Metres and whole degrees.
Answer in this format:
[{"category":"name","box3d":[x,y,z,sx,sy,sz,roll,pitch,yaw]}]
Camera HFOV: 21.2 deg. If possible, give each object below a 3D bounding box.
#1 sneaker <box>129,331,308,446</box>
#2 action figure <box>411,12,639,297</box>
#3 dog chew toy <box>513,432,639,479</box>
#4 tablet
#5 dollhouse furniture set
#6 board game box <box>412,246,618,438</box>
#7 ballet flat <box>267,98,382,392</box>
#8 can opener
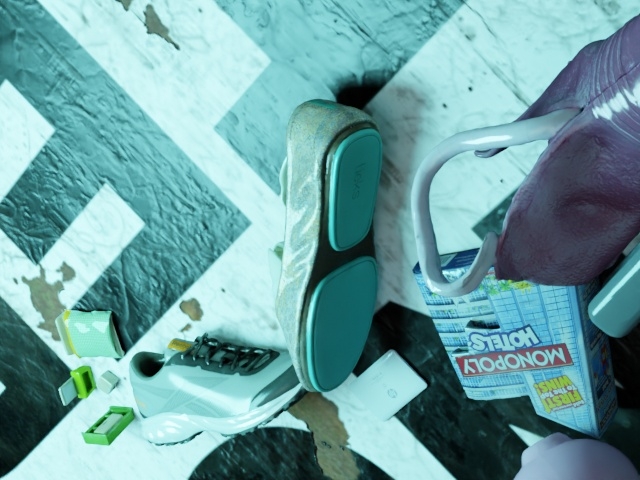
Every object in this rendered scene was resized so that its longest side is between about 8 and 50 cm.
[{"category":"sneaker","box3d":[-0.107,0.149,1.831,0.271,0.100,0.108,-15,103,38]},{"category":"action figure","box3d":[0.243,-0.127,1.301,0.370,0.275,0.248,128,133,-59]},{"category":"dog chew toy","box3d":[0.284,0.329,1.563,0.206,0.206,0.332,-42,70,42]},{"category":"tablet","box3d":[0.070,0.151,1.777,0.054,0.006,0.083,45,132,0]},{"category":"dollhouse furniture set","box3d":[-0.265,0.156,1.960,0.076,0.058,0.152,2,118,32]},{"category":"board game box","box3d":[0.198,0.098,1.626,0.194,0.060,0.194,-12,110,37]},{"category":"ballet flat","box3d":[0.000,0.000,1.682,0.106,0.107,0.316,34,128,38]},{"category":"can opener","box3d":[0.334,-0.006,1.464,0.093,0.074,0.280,43,132,2]}]
